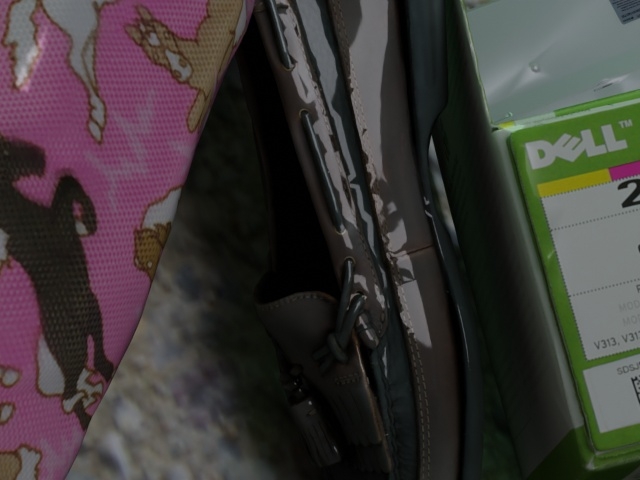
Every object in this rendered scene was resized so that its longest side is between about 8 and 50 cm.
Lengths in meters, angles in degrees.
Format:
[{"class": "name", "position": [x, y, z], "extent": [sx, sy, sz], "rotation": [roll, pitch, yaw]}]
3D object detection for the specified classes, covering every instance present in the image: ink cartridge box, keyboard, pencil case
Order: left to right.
[{"class": "pencil case", "position": [-0.120, -0.051, 0.559], "extent": [0.167, 0.160, 0.386], "rotation": [39, 56, -30]}, {"class": "ink cartridge box", "position": [0.105, -0.031, 0.760], "extent": [0.097, 0.189, 0.255], "rotation": [-13, 77, -3]}, {"class": "keyboard", "position": [0.158, -0.107, 0.927], "extent": [0.256, 0.014, 0.072], "rotation": [-23, 76, -28]}]

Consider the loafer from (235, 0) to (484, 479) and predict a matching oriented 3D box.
[{"class": "loafer", "position": [0.000, 0.000, 0.713], "extent": [0.084, 0.096, 0.268], "rotation": [-6, 92, -29]}]
